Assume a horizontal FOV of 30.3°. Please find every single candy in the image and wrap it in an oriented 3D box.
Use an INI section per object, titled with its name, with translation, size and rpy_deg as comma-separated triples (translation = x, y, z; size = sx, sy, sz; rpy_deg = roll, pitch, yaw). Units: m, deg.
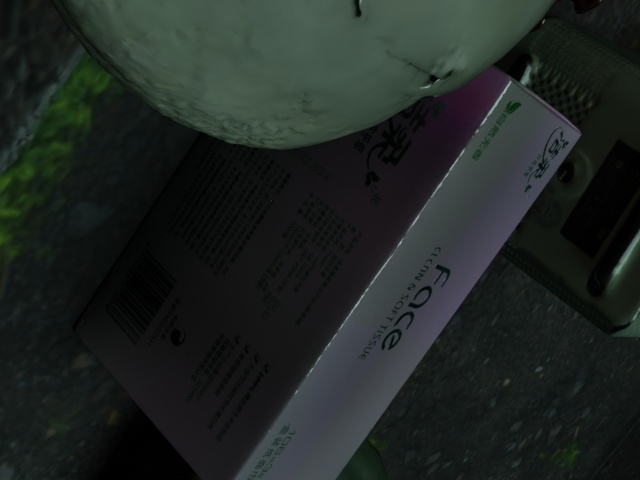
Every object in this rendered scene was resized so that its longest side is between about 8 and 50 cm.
[candy]
translation = -0.005, -0.173, 0.404
size = 0.295, 0.185, 0.296
rpy_deg = -35, 139, -37

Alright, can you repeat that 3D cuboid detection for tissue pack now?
[tissue pack]
translation = 0.000, 0.000, 0.615
size = 0.246, 0.148, 0.092
rpy_deg = -55, 144, 9

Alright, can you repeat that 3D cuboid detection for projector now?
[projector]
translation = 0.223, -0.035, 0.807
size = 0.242, 0.177, 0.163
rpy_deg = 7, 118, -52

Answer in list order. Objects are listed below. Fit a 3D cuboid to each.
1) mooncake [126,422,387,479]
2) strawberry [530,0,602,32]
[mooncake]
translation = -0.045, 0.168, 0.745
size = 0.175, 0.104, 0.169
rpy_deg = -9, 104, -32
[strawberry]
translation = 0.156, -0.256, 0.532
size = 0.150, 0.280, 0.253
rpy_deg = 35, 59, -23
